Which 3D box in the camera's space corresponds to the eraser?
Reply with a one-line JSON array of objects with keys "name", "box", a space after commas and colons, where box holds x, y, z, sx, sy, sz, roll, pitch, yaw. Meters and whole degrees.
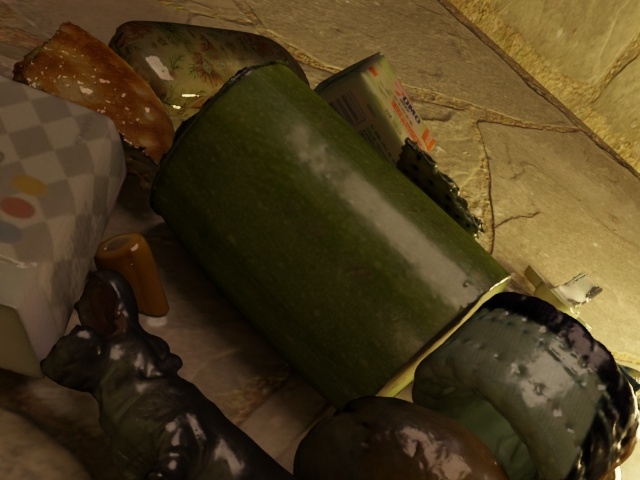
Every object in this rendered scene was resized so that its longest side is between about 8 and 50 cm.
[{"name": "eraser", "box": [-0.325, -0.036, 1.062, 0.213, 0.082, 0.397, 19, 30, -9]}]

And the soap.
[{"name": "soap", "box": [0.078, -0.190, 1.741, 0.199, 0.138, 0.182, 58, 23, -10]}]

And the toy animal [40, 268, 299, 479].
[{"name": "toy animal", "box": [-0.133, 0.177, 0.919, 0.343, 0.106, 0.168, 51, 28, 7]}]

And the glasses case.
[{"name": "glasses case", "box": [-0.161, -0.264, 1.651, 0.156, 0.098, 0.425, 53, 29, 16]}]

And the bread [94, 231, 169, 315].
[{"name": "bread", "box": [-0.209, 0.044, 1.156, 0.062, 0.103, 0.049, -18, 33, -8]}]

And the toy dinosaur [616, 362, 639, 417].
[{"name": "toy dinosaur", "box": [0.514, 0.223, 1.771, 0.248, 0.075, 0.188, 12, 29, -33]}]

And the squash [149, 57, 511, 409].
[{"name": "squash", "box": [0.000, 0.000, 1.248, 0.384, 0.263, 0.263, 45, 27, 13]}]

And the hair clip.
[{"name": "hair clip", "box": [0.429, 0.096, 1.861, 0.159, 0.071, 0.218, 43, 20, 15]}]

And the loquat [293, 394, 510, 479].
[{"name": "loquat", "box": [0.081, 0.252, 1.031, 0.227, 0.179, 0.179, 28, 25, 5]}]

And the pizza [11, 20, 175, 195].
[{"name": "pizza", "box": [-0.304, -0.175, 1.342, 0.226, 0.086, 0.335, 2, 42, -44]}]

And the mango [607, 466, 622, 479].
[{"name": "mango", "box": [0.272, 0.306, 1.245, 0.193, 0.146, 0.316, 25, 43, -19]}]

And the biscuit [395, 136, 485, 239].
[{"name": "biscuit", "box": [0.135, -0.024, 1.309, 0.144, 0.203, 0.016, 43, 60, 16]}]

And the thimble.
[{"name": "thimble", "box": [0.209, 0.177, 1.112, 0.150, 0.237, 0.237, -34, 71, -25]}]
